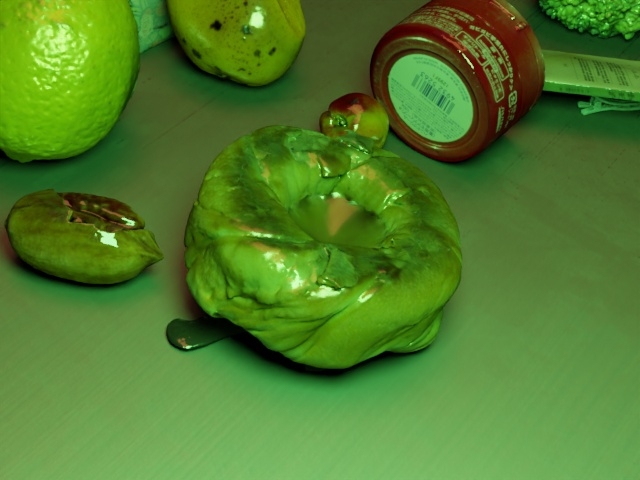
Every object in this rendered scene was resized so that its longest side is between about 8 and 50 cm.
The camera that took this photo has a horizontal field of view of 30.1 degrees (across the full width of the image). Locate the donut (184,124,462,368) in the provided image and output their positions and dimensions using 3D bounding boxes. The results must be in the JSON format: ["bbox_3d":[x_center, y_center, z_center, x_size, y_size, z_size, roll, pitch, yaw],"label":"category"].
[{"bbox_3d":[0.000,0.000,1.469,0.360,0.170,0.360,12,39,-10],"label":"donut"}]

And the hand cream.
[{"bbox_3d":[0.194,-0.236,1.712,0.230,0.230,0.149,30,49,24],"label":"hand cream"}]

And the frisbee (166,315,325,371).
[{"bbox_3d":[-0.080,0.083,1.490,0.211,0.012,0.187,6,42,-1],"label":"frisbee"}]

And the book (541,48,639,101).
[{"bbox_3d":[0.394,-0.262,1.862,0.289,0.026,0.201,8,22,4],"label":"book"}]

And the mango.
[{"bbox_3d":[-0.141,-0.371,1.804,0.191,0.290,0.160,-15,7,17],"label":"mango"}]

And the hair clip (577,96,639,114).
[{"bbox_3d":[0.463,-0.219,1.862,0.115,0.039,0.030,-2,46,-12],"label":"hair clip"}]

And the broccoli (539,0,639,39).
[{"bbox_3d":[0.497,-0.458,1.995,0.260,0.235,0.288,0,38,48],"label":"broccoli"}]

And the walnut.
[{"bbox_3d":[-0.295,-0.004,1.491,0.207,0.116,0.116,14,43,8],"label":"walnut"}]

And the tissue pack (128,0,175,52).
[{"bbox_3d":[-0.256,-0.370,1.886,0.060,0.109,0.148,34,50,29],"label":"tissue pack"}]

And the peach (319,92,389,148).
[{"bbox_3d":[0.051,-0.163,1.716,0.100,0.101,0.101,3,43,-3],"label":"peach"}]

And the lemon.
[{"bbox_3d":[-0.370,-0.251,1.620,0.253,0.310,0.253,22,11,-5],"label":"lemon"}]
